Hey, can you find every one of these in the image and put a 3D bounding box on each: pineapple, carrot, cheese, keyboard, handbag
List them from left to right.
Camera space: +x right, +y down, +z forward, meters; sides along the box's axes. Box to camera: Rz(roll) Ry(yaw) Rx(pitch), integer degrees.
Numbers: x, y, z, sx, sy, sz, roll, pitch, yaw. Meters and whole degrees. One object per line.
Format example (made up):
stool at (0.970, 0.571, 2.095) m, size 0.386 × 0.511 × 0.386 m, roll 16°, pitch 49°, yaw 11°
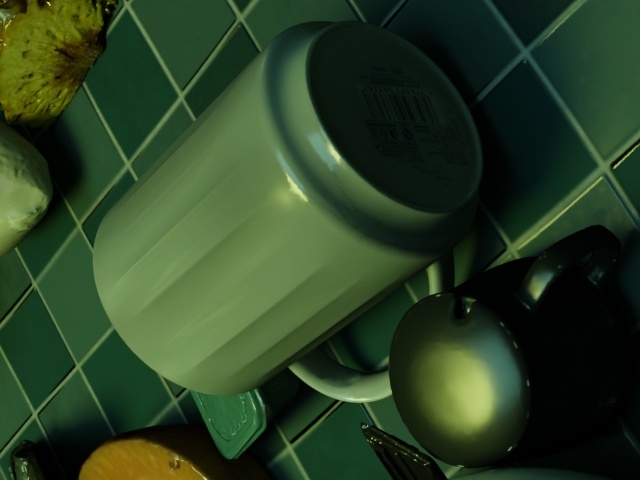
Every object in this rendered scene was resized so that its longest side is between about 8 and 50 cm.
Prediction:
cheese at (-0.415, -0.063, 1.718) m, size 0.198 × 0.154 × 0.189 m, roll 40°, pitch 162°, yaw 2°
pineapple at (-0.344, -0.255, 1.644) m, size 0.164 × 0.139 × 0.250 m, roll 58°, pitch 134°, yaw 19°
handbag at (-0.333, 0.323, 1.726) m, size 0.270 × 0.088 × 0.175 m, roll 148°, pitch 108°, yaw -76°
carrot at (-0.137, 0.336, 1.594) m, size 0.307 × 0.100 × 0.258 m, roll 39°, pitch 126°, yaw 26°
keyboard at (0.108, 0.242, 1.295) m, size 0.087 × 0.017 × 0.250 m, roll 22°, pitch 155°, yaw 38°

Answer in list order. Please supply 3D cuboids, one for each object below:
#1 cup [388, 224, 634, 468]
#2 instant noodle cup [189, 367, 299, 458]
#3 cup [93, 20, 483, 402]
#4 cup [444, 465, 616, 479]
cup at (0.167, 0.083, 1.208) m, size 0.169 × 0.176 × 0.223 m, roll 44°, pitch 126°, yaw 32°
instant noodle cup at (-0.091, 0.123, 1.508) m, size 0.179 × 0.070 × 0.157 m, roll 62°, pitch 151°, yaw 14°
cup at (0.000, 0.000, 1.329) m, size 0.323 × 0.237 × 0.327 m, roll 44°, pitch 131°, yaw -9°
cup at (0.170, 0.295, 1.183) m, size 0.347 × 0.347 × 0.163 m, roll -41°, pitch 33°, yaw 40°
